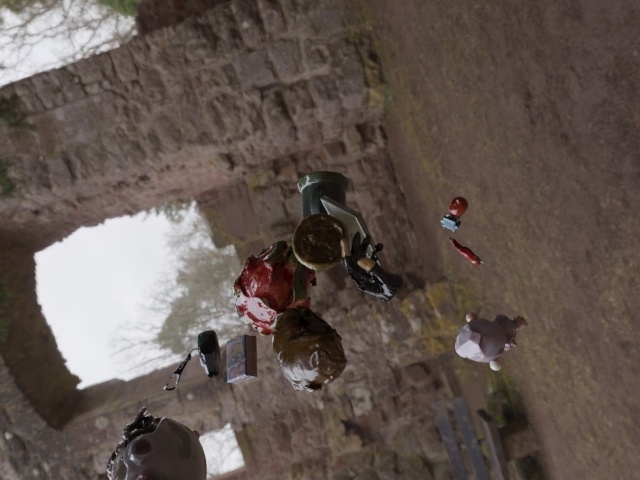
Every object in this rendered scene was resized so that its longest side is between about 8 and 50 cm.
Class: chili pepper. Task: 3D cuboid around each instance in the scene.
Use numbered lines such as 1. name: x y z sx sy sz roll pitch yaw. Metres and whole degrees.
1. chili pepper: 0.480 0.036 1.886 0.178 0.027 0.045 50 179 45

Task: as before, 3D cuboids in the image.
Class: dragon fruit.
1. dragon fruit: -0.129 0.136 1.653 0.237 0.231 0.303 -31 -37 -61

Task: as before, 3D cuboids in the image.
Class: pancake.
1. pancake: 0.000 0.000 1.437 0.028 0.158 0.158 79 172 -66

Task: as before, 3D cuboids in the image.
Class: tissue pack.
1. tissue pack: -0.284 0.428 2.041 0.065 0.115 0.155 19 -125 -41

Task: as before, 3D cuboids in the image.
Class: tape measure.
1. tape measure: -0.342 0.307 1.471 0.107 0.179 0.104 -112 -2 -57

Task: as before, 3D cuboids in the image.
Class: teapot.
1. teapot: 0.011 -0.076 2.084 0.270 0.200 0.337 61 -155 -67

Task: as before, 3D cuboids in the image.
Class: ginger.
1. ginger: -0.021 0.271 1.355 0.321 0.165 0.173 -157 62 -69

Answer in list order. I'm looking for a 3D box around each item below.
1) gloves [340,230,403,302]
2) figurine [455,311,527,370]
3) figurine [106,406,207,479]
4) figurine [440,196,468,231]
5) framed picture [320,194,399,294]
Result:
1. gloves: 0.107 0.065 1.355 0.180 0.106 0.129 39 -148 -6
2. figurine: 0.545 0.307 1.798 0.133 0.275 0.200 -47 58 46
3. figurine: -0.337 0.542 1.200 0.361 0.210 0.253 35 111 62
4. figurine: 0.473 -0.098 1.986 0.068 0.075 0.140 30 140 23
5. framed picture: 0.122 0.015 1.782 0.240 0.020 0.324 32 155 59
